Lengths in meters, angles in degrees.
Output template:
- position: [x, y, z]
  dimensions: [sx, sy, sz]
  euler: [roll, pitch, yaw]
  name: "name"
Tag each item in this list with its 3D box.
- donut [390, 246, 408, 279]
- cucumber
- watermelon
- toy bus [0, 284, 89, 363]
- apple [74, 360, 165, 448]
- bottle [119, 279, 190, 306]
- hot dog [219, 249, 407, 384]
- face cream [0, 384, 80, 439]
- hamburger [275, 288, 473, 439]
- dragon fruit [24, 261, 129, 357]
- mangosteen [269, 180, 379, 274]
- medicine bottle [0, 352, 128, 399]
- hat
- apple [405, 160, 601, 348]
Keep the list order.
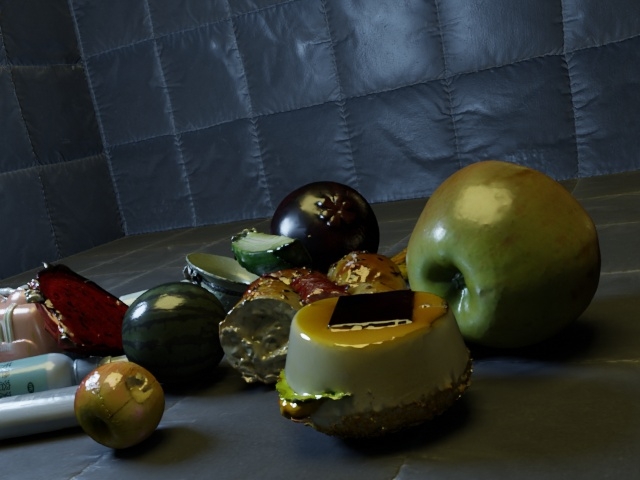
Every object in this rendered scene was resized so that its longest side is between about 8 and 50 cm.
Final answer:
- position: [0.262, 0.041, 1.861]
  dimensions: [0.190, 0.075, 0.174]
  euler: [-35, 3, 21]
  name: "donut"
- position: [-0.116, 0.046, 1.696]
  dimensions: [0.105, 0.145, 0.325]
  euler: [-40, 16, -18]
  name: "cucumber"
- position: [-0.284, 0.181, 1.408]
  dimensions: [0.212, 0.212, 0.212]
  euler: [-11, 10, 2]
  name: "watermelon"
- position: [-0.679, 0.217, 1.600]
  dimensions: [0.287, 0.232, 0.194]
  euler: [-5, 14, 23]
  name: "toy bus"
- position: [-0.325, 0.265, 1.165]
  dimensions: [0.146, 0.146, 0.146]
  euler: [-11, 10, 2]
  name: "apple"
- position: [-0.459, 0.182, 1.899]
  dimensions: [0.245, 0.104, 0.104]
  euler: [-15, 11, -20]
  name: "bottle"
- position: [0.011, 0.132, 1.433]
  dimensions: [0.367, 0.196, 0.365]
  euler: [-7, 6, 6]
  name: "hot dog"
- position: [-0.480, 0.308, 1.300]
  dimensions: [0.269, 0.073, 0.107]
  euler: [-11, 13, 2]
  name: "face cream"
- position: [0.080, 0.185, 1.072]
  dimensions: [0.294, 0.179, 0.276]
  euler: [-7, 13, 6]
  name: "hamburger"
- position: [-0.505, 0.170, 1.537]
  dimensions: [0.100, 0.282, 0.343]
  euler: [-45, -26, 8]
  name: "dragon fruit"
- position: [0.000, 0.000, 1.964]
  dimensions: [0.307, 0.307, 0.347]
  euler: [-16, -20, -27]
  name: "mangosteen"
- position: [-0.549, 0.282, 1.408]
  dimensions: [0.352, 0.110, 0.110]
  euler: [-10, 10, -7]
  name: "medicine bottle"
- position: [-0.236, 0.132, 1.803]
  dimensions: [0.257, 0.130, 0.257]
  euler: [17, 7, -2]
  name: "hat"
- position: [0.310, 0.039, 1.256]
  dimensions: [0.338, 0.338, 0.305]
  euler: [-3, 25, 41]
  name: "apple"
